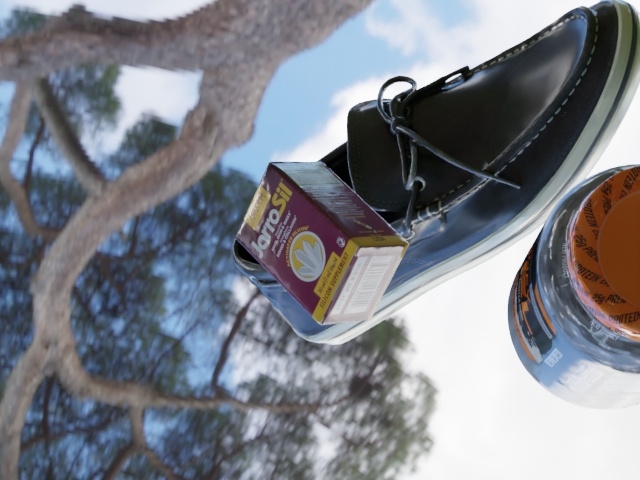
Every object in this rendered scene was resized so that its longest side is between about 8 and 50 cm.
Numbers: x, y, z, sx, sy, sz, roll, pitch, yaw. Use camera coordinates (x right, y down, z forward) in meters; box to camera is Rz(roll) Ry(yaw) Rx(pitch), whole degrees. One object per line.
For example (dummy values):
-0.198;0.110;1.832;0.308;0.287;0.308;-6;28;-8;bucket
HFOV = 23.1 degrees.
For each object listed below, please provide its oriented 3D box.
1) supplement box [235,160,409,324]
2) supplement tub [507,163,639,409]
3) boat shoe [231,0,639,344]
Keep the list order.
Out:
0.000;0.000;0.866;0.043;0.055;0.083;-3;-144;-45;supplement box
0.171;0.027;0.878;0.117;0.190;0.117;0;-105;0;supplement tub
0.101;-0.070;1.504;0.156;0.500;0.186;33;-141;-27;boat shoe
